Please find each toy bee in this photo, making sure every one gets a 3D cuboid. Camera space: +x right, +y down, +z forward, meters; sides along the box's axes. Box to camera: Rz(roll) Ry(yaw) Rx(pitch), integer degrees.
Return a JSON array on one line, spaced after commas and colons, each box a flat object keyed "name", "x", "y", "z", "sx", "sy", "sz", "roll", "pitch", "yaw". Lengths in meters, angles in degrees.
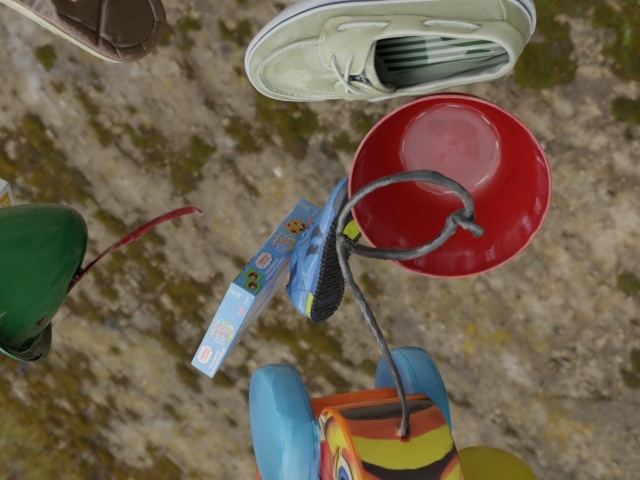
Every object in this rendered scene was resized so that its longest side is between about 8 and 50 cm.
[{"name": "toy bee", "x": 0.015, "y": 0.128, "z": 0.562, "sx": 0.298, "sy": 0.195, "sz": 0.162, "roll": 71, "pitch": -177, "yaw": -58}]

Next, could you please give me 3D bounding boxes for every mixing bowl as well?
[{"name": "mixing bowl", "x": 0.120, "y": -0.066, "z": 1.039, "sx": 0.182, "sy": 0.098, "sz": 0.181, "roll": 3, "pitch": 118, "yaw": 6}]

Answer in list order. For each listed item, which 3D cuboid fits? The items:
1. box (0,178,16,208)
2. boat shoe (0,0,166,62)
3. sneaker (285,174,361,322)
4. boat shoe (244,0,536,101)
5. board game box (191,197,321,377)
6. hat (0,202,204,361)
[{"name": "box", "x": -0.398, "y": 0.018, "z": 1.231, "sx": 0.103, "sy": 0.114, "sz": 0.203, "roll": 22, "pitch": 144, "yaw": 13}, {"name": "boat shoe", "x": -0.241, "y": -0.226, "z": 0.863, "sx": 0.257, "sy": 0.095, "sz": 0.095, "roll": 41, "pitch": 173, "yaw": -26}, {"name": "sneaker", "x": 0.000, "y": 0.000, "z": 1.363, "sx": 0.082, "sy": 0.069, "sz": 0.209, "roll": 42, "pitch": 130, "yaw": 34}, {"name": "boat shoe", "x": 0.053, "y": -0.185, "z": 1.072, "sx": 0.302, "sy": 0.094, "sz": 0.109, "roll": -9, "pitch": 126, "yaw": 27}, {"name": "board game box", "x": -0.080, "y": 0.058, "z": 1.443, "sx": 0.039, "sy": 0.211, "sz": 0.160, "roll": 32, "pitch": 129, "yaw": 4}, {"name": "hat", "x": -0.232, "y": -0.007, "z": 1.065, "sx": 0.184, "sy": 0.208, "sz": 0.173, "roll": -27, "pitch": 117, "yaw": 7}]
